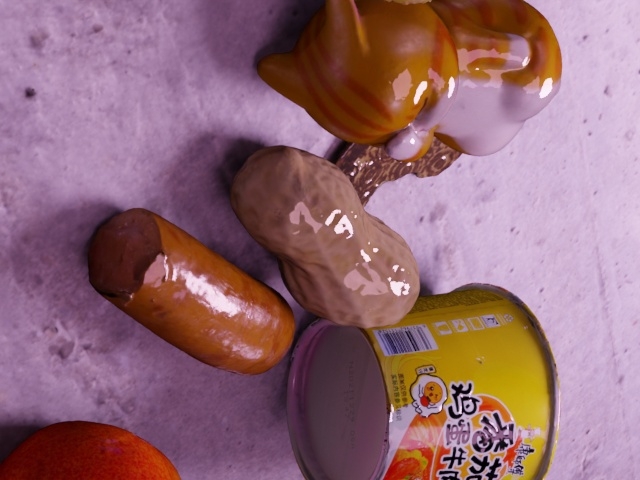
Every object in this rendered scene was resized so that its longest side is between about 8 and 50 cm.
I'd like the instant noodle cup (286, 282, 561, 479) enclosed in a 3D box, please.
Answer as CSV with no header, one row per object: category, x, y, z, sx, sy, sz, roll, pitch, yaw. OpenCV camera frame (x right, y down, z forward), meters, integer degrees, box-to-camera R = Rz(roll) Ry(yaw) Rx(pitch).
instant noodle cup,0.098,0.175,1.754,0.200,0.264,0.264,-1,124,-32

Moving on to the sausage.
sausage,-0.109,0.059,1.578,0.109,0.109,0.270,-49,144,3

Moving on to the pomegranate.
pomegranate,-0.219,0.290,1.599,0.221,0.221,0.257,-49,149,4

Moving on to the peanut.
peanut,0.000,0.000,1.606,0.123,0.123,0.257,-46,130,1

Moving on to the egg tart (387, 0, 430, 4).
egg tart,0.085,-0.332,1.352,0.294,0.123,0.294,-14,115,-33

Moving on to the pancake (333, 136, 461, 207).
pancake,0.085,-0.078,1.695,0.191,0.020,0.184,-5,126,-38

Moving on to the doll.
doll,0.099,-0.160,1.528,0.270,0.162,0.166,-11,151,-42
